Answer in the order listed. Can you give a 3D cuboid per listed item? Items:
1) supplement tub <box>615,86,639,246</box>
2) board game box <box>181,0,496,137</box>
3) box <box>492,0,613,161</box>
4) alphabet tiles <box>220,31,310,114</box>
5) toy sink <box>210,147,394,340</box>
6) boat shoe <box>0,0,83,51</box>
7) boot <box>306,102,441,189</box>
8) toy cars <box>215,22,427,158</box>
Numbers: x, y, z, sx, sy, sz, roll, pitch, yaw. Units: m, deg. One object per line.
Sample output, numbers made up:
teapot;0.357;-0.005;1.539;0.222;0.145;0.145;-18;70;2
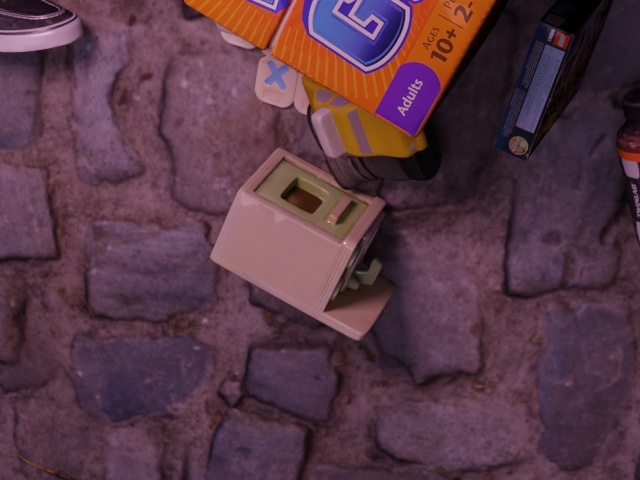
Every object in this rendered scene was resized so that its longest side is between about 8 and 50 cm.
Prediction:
supplement tub;0.415;-0.086;1.705;0.106;0.106;0.198;-8;113;25
board game box;0.073;-0.396;1.515;0.356;0.356;0.356;31;120;4
box;0.273;-0.207;1.620;0.044;0.233;0.159;24;123;13
alphabet tiles;0.009;-0.280;1.814;0.284;0.021;0.278;19;122;12
toy sink;0.000;0.000;1.888;0.234;0.153;0.131;30;123;6
boat shoe;-0.462;-0.329;1.929;0.301;0.108;0.102;14;122;23
boot;0.044;-0.173;1.805;0.161;0.083;0.247;-2;119;36
toy cars;-0.035;-0.219;1.715;0.394;0.087;0.176;47;155;12
